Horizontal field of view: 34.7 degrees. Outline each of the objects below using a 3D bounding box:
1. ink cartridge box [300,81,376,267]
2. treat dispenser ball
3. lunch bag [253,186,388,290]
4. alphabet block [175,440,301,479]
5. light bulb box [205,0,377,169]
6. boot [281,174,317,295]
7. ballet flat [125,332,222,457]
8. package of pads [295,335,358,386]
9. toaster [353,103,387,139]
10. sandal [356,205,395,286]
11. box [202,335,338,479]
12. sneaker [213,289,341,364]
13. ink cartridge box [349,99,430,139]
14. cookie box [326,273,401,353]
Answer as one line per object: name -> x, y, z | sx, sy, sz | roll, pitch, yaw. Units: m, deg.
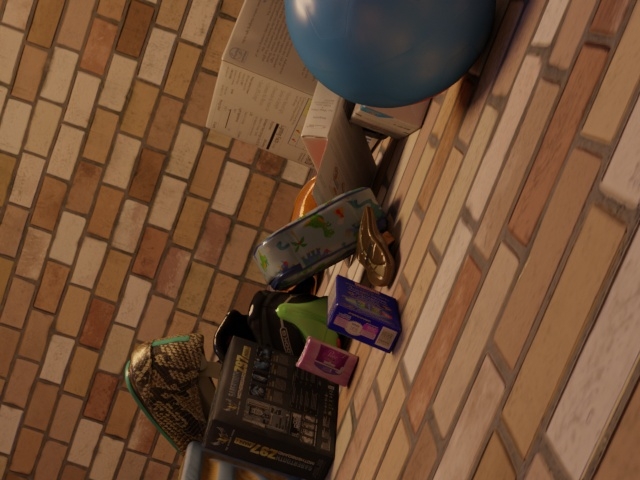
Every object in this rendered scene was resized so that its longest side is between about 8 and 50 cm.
ink cartridge box -> 0.025, -0.117, 1.889 | 0.275, 0.060, 0.239 | 63, -141, -56
treat dispenser ball -> 0.094, -0.326, 1.401 | 0.288, 0.288, 0.288 | -161, 90, -84
lunch bag -> 0.000, 0.000, 1.697 | 0.219, 0.090, 0.176 | -29, -4, -13
alphabet block -> -0.148, 0.452, 1.571 | 0.192, 0.193, 0.197 | -96, 26, -79
light bulb box -> -0.032, -0.337, 2.228 | 0.358, 0.361, 0.225 | 126, 164, -70
boot -> -0.021, 0.014, 2.338 | 0.211, 0.104, 0.295 | -98, 28, -56
ballet flat -> -0.153, 0.354, 1.727 | 0.164, 0.182, 0.482 | -89, -21, -61
package of pads -> 0.010, 0.180, 1.531 | 0.032, 0.083, 0.050 | 147, 145, -88
toaster -> 0.119, -0.301, 1.947 | 0.168, 0.110, 0.185 | 127, 162, -66
sandal -> 0.091, 0.013, 1.545 | 0.180, 0.049, 0.072 | -111, 33, -58
box -> -0.069, 0.250, 1.544 | 0.232, 0.183, 0.059 | -85, 16, -65
sneaker -> -0.097, 0.203, 1.846 | 0.483, 0.202, 0.185 | 119, 170, -56
ink cartridge box -> 0.116, -0.227, 1.769 | 0.180, 0.104, 0.060 | 173, 116, -83
cookie box -> 0.056, 0.095, 1.350 | 0.107, 0.092, 0.040 | -86, 20, -71
